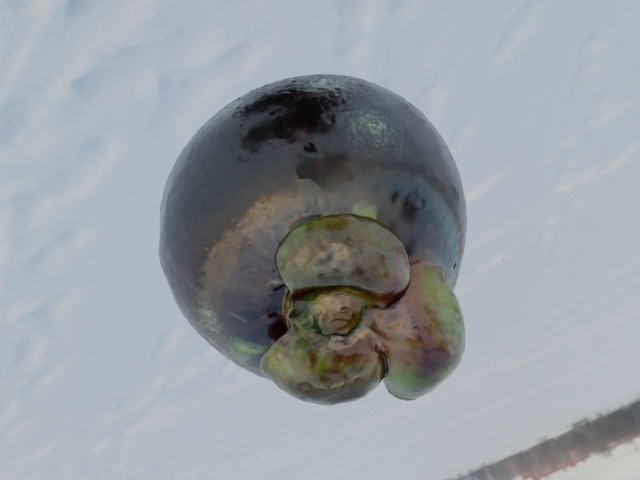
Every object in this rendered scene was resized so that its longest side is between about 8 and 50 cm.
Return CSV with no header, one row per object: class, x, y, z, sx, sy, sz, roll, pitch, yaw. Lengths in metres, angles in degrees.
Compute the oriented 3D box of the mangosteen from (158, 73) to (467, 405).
mangosteen,0.000,0.000,0.539,0.288,0.288,0.288,-19,156,-9
